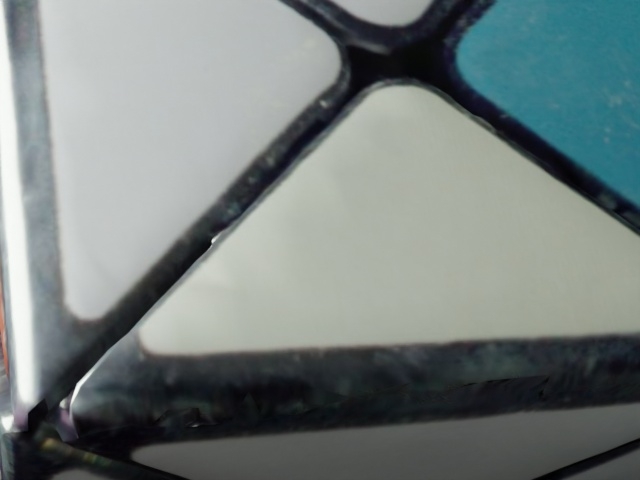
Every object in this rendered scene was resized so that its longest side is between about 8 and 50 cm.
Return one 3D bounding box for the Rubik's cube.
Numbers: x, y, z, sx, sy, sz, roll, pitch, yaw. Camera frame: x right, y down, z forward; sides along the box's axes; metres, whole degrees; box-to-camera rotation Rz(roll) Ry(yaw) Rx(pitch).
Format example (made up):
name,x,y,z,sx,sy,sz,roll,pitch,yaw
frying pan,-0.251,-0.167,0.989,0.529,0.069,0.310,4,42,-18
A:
name,x,y,z,sx,sy,sz,roll,pitch,yaw
Rubik's cube,0.000,0.000,0.617,0.307,0.310,0.305,112,152,-55
